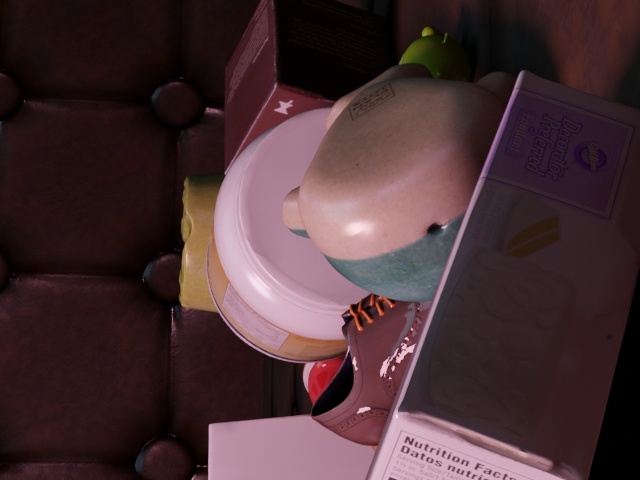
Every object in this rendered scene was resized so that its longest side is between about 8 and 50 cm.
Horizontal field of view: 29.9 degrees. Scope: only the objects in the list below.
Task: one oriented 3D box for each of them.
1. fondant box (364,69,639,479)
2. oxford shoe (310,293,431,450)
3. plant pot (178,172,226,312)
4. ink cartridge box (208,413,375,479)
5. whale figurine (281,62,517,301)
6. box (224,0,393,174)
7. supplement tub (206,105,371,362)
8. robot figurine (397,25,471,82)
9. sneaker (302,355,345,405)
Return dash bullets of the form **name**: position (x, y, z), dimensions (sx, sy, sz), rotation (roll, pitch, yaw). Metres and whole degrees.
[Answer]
- **fondant box**: position (0.093, 0.098, 0.718), dimensions (0.330, 0.096, 0.238), rotation (104, -171, -54)
- **oxford shoe**: position (0.074, 0.070, 1.027), dimensions (0.097, 0.098, 0.271), rotation (-97, 28, -64)
- **plant pot**: position (-0.064, 0.006, 1.640), dimensions (0.276, 0.254, 0.276), rotation (-179, 90, -83)
- **ink cartridge box**: position (-0.006, 0.339, 1.212), dimensions (0.198, 0.197, 0.270), rotation (82, -176, -53)
- **whale figurine**: position (0.075, -0.051, 0.951), dimensions (0.141, 0.216, 0.272), rotation (56, -172, -24)
- **box**: position (-0.016, -0.184, 1.504), dimensions (0.167, 0.169, 0.203), rotation (126, 152, -42)
- **supplement tub**: position (0.000, 0.000, 1.246), dimensions (0.316, 0.228, 0.228), rotation (122, 149, -75)
- **robot figurine**: position (0.102, -0.149, 1.123), dimensions (0.115, 0.067, 0.101), rotation (113, 166, -70)
- **sneaker**: position (0.031, 0.247, 1.590), dimensions (0.221, 0.087, 0.128), rotation (82, 173, -46)
